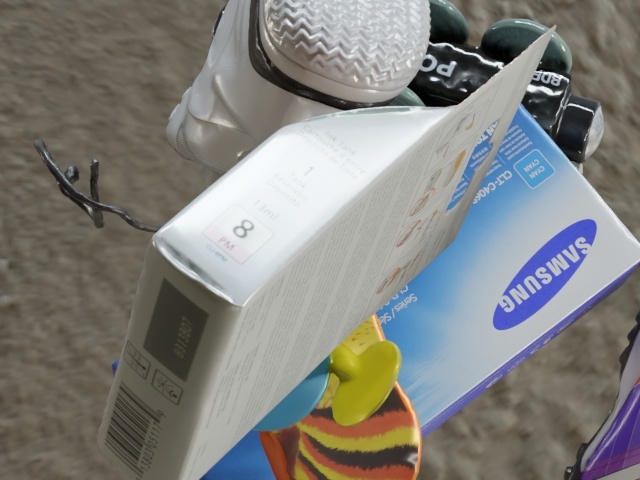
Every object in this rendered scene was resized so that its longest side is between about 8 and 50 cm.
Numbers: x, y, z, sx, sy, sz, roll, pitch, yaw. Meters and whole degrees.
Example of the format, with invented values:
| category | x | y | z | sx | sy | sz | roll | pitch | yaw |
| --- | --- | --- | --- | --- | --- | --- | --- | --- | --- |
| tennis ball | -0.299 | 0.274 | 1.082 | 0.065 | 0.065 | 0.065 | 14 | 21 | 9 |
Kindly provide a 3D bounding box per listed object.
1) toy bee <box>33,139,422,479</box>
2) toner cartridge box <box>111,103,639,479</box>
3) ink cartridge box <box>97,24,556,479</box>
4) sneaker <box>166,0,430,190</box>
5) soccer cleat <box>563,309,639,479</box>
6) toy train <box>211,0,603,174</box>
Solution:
| category | x | y | z | sx | sy | sz | roll | pitch | yaw |
| --- | --- | --- | --- | --- | --- | --- | --- | --- | --- |
| toy bee | -0.006 | 0.035 | 1.059 | 0.162 | 0.298 | 0.195 | -35 | 44 | -6 |
| toner cartridge box | 0.041 | 0.056 | 1.302 | 0.348 | 0.075 | 0.165 | -36 | 79 | -13 |
| ink cartridge box | 0.000 | 0.000 | 0.876 | 0.066 | 0.189 | 0.232 | 36 | 55 | 11 |
| sneaker | -0.016 | -0.162 | 1.279 | 0.137 | 0.366 | 0.210 | 21 | 129 | -14 |
| soccer cleat | 0.260 | 0.160 | 1.367 | 0.116 | 0.108 | 0.318 | 33 | 118 | 28 |
| toy train | 0.069 | -0.106 | 1.539 | 0.334 | 0.190 | 0.142 | 16 | 59 | 13 |
